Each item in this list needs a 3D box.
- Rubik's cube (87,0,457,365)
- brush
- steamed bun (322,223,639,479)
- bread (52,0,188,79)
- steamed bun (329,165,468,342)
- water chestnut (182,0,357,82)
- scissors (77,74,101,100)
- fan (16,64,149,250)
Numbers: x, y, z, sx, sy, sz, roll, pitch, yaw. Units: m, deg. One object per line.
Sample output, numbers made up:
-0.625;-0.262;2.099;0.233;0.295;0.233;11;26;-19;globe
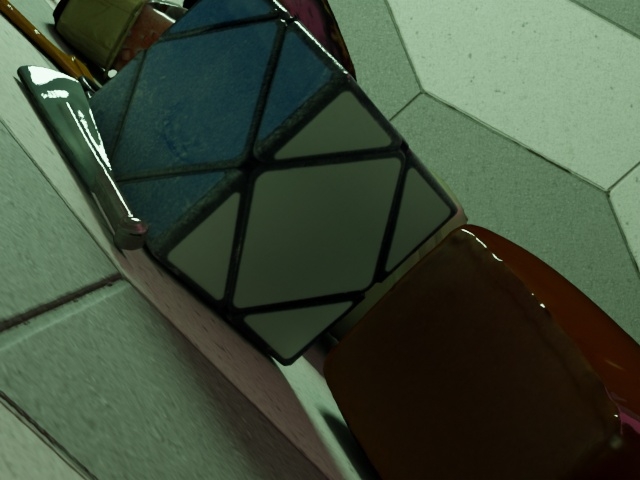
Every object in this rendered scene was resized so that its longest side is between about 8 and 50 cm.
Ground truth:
-0.048;-0.062;1.223;0.207;0.205;0.205;44;5;-44;Rubik's cube
-0.286;-0.207;1.471;0.314;0.017;0.090;44;5;-41;brush
0.181;0.169;1.225;0.248;0.235;0.379;41;7;-34;steamed bun
-0.213;-0.233;1.779;0.212;0.142;0.224;33;6;-6;bread
0.035;-0.028;1.667;0.324;0.219;0.310;54;-4;-29;steamed bun
-0.121;-0.259;2.181;0.350;0.302;0.351;49;-32;46;water chestnut
-0.144;-0.054;1.494;0.300;0.022;0.109;48;7;-33;scissors
-0.174;-0.069;1.124;0.057;0.023;0.282;15;23;-34;fan
